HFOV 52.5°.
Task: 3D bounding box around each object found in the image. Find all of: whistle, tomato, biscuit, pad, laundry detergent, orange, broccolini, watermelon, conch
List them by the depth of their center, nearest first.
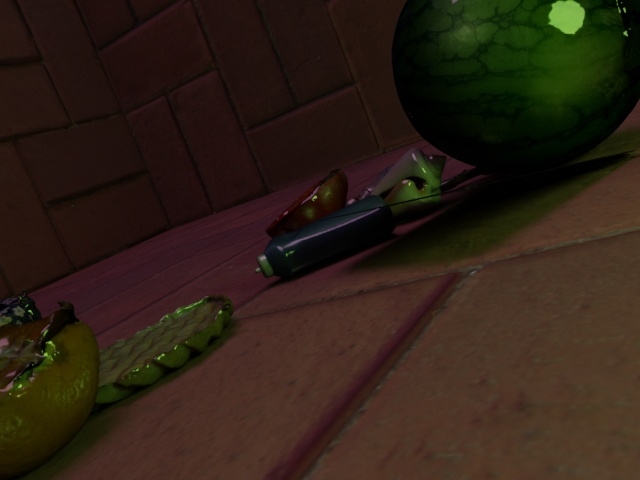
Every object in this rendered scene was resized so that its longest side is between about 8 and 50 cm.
[{"bbox_3d":[-0.253,0.133,0.544,0.170,0.112,0.160,-47,25,-8],"label":"orange"},{"bbox_3d":[-0.207,0.130,0.693,0.273,0.036,0.187,-24,9,-21],"label":"biscuit"},{"bbox_3d":[0.224,-0.047,0.788,0.375,0.063,0.315,-14,2,-34],"label":"pad"},{"bbox_3d":[0.000,0.001,0.911,0.206,0.061,0.096,-24,17,-12],"label":"laundry detergent"},{"bbox_3d":[0.280,-0.263,0.938,0.363,0.363,0.363,-21,8,3],"label":"watermelon"},{"bbox_3d":[0.120,-0.077,1.002,0.176,0.094,0.104,-23,47,19],"label":"conch"},{"bbox_3d":[0.245,-0.120,1.096,0.254,0.057,0.071,-18,-34,2],"label":"broccolini"},{"bbox_3d":[-0.003,-0.052,1.129,0.174,0.082,0.166,-45,7,-37],"label":"tomato"},{"bbox_3d":[0.127,-0.095,1.233,0.220,0.057,0.107,-30,25,-23],"label":"whistle"}]

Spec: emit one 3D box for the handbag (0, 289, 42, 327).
[{"bbox_3d":[-0.495,0.164,0.883,0.228,0.127,0.208,-27,1,21],"label":"handbag"}]
